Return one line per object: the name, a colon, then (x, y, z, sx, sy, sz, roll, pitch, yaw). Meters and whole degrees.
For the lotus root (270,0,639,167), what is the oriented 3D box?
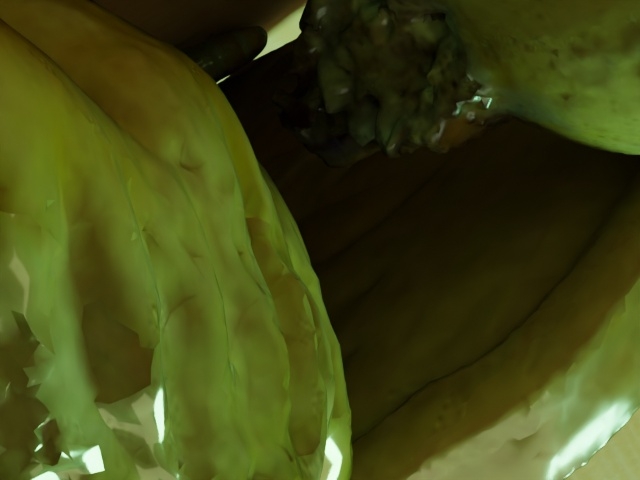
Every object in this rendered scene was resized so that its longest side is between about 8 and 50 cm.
lotus root: (0.132, -0.122, 0.520, 0.342, 0.169, 0.151, -28, 179, 6)

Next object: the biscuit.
biscuit: (-0.001, -0.002, 0.707, 0.385, 0.062, 0.365, -16, -148, 44)

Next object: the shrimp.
shrimp: (-0.074, -0.067, 0.839, 0.114, 0.023, 0.083, -32, -179, -40)

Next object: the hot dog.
hot dog: (-0.178, 0.051, 0.444, 0.365, 0.196, 0.367, -17, 170, 8)
